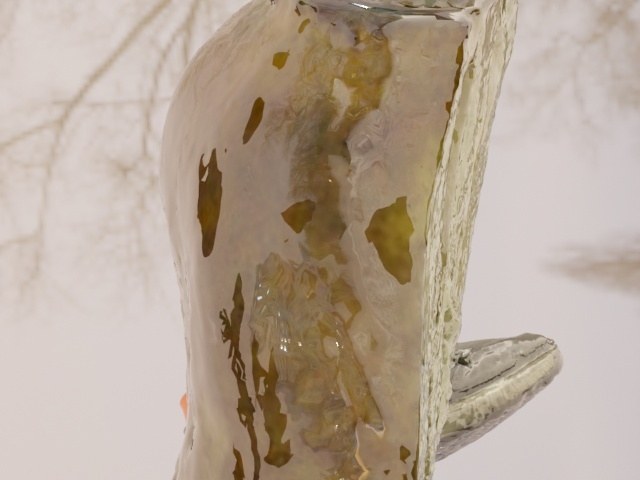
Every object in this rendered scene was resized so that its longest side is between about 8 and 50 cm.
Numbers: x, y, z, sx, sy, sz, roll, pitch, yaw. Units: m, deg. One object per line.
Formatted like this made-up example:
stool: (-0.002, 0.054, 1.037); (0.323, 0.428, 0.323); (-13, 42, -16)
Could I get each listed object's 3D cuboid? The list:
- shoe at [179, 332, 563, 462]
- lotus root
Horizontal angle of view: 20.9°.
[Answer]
shoe: (0.029, 0.113, 1.420); (0.171, 0.336, 0.132); (64, 159, 14)
lotus root: (-0.002, -0.003, 0.747); (0.267, 0.149, 0.260); (-75, -10, -51)
